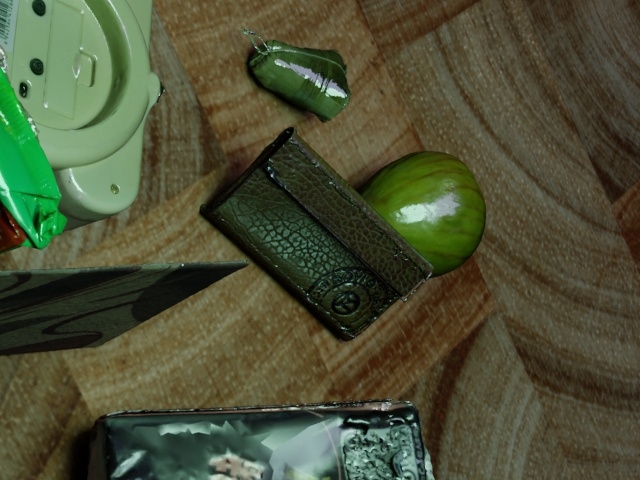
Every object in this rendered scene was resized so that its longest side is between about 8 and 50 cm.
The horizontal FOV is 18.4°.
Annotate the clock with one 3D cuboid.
[{"bbox_3d":[-0.295,-0.176,1.833,0.309,0.114,0.284,23,62,-41],"label":"clock"}]

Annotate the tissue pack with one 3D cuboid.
[{"bbox_3d":[-0.050,0.272,1.858,0.332,0.123,0.245,-1,68,-18],"label":"tissue pack"}]

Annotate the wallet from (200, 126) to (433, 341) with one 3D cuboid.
[{"bbox_3d":[0.000,0.000,2.100,0.243,0.133,0.039,44,11,-31],"label":"wallet"}]

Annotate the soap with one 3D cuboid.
[{"bbox_3d":[-0.345,-0.036,1.602,0.218,0.273,0.098,64,30,-12],"label":"soap"}]

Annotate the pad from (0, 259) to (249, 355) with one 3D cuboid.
[{"bbox_3d":[-0.239,0.064,1.717,0.330,0.220,0.004,-2,69,-50],"label":"pad"}]

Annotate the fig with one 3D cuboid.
[{"bbox_3d":[0.066,-0.040,2.176,0.259,0.151,0.151,12,68,-40],"label":"fig"}]

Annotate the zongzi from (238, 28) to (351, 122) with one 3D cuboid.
[{"bbox_3d":[-0.038,-0.210,2.203,0.154,0.062,0.130,28,34,-22],"label":"zongzi"}]
